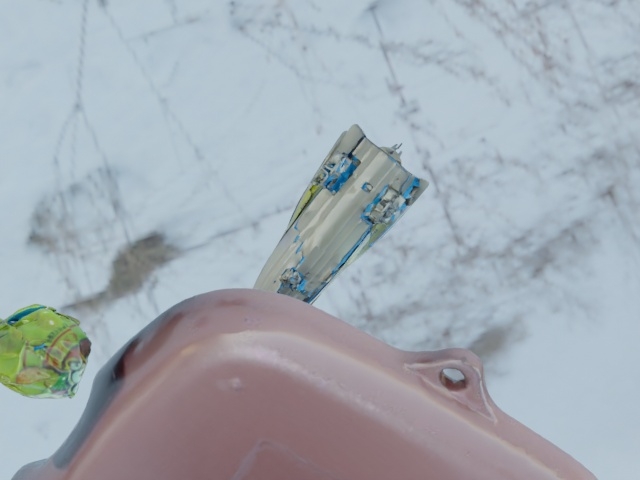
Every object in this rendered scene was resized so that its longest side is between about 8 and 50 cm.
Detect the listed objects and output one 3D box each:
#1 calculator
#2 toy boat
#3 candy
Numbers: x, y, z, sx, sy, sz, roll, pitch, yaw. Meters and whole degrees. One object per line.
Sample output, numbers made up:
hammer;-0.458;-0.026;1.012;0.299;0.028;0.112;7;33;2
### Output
calculator;-0.030;0.153;0.567;0.220;0.048;0.329;30;123;-5
toy boat;0.000;0.000;1.195;0.210;0.084;0.066;-51;-179;8
candy;-0.306;0.070;1.205;0.262;0.073;0.077;17;-169;28
